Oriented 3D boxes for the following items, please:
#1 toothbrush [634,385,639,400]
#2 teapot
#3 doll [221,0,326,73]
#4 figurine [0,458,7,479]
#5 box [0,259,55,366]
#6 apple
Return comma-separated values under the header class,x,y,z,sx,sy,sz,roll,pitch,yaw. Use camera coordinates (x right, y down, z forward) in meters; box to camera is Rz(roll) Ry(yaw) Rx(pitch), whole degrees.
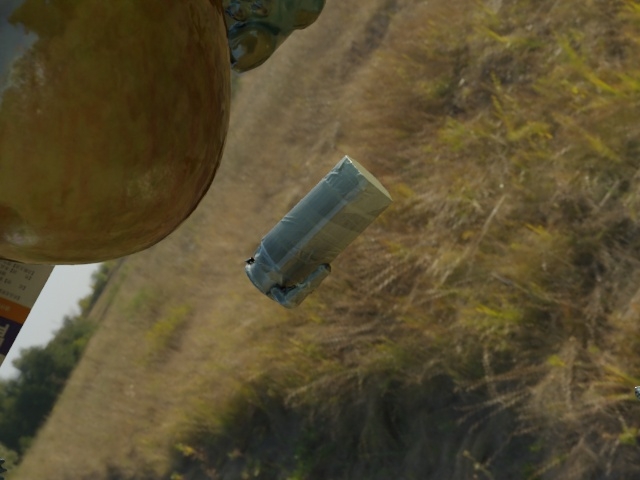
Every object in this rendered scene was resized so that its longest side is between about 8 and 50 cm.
class,x,y,z,sx,sy,sz,roll,pitch,yaw
toothbrush,0.458,0.244,0.960,0.030,0.025,0.342,-16,14,0
teapot,0.000,0.000,1.022,0.200,0.077,0.107,-44,45,13
doll,-0.020,-0.308,0.809,0.260,0.177,0.161,-31,19,29
figurine,-0.270,0.180,0.483,0.178,0.144,0.114,165,115,-67
box,-0.369,-0.027,0.831,0.106,0.200,0.300,22,82,44
apple,-0.183,-0.120,0.552,0.264,0.264,0.264,-57,10,16
